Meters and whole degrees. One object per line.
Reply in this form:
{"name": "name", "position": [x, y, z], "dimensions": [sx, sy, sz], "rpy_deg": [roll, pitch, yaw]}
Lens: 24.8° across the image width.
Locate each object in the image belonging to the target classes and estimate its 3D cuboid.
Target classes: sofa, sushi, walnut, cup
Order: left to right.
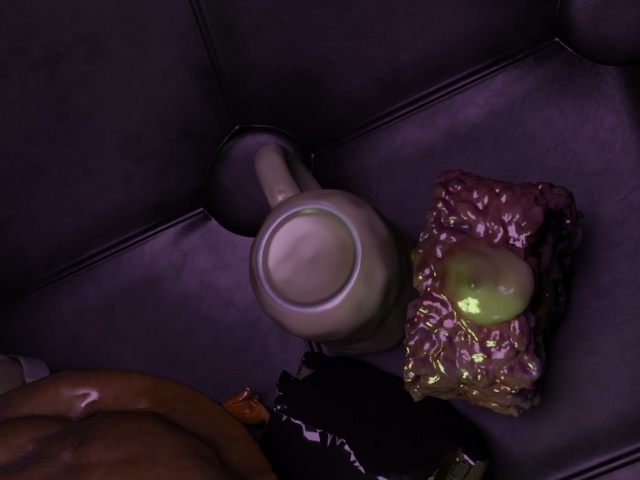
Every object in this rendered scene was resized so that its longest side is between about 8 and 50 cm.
{"name": "walnut", "position": [-0.247, 0.325, 1.551], "dimensions": [0.384, 0.383, 0.383], "rpy_deg": [-5, 77, 20]}
{"name": "cup", "position": [0.019, -0.001, 1.706], "dimensions": [0.173, 0.202, 0.255], "rpy_deg": [-10, 75, 19]}
{"name": "sofa", "position": [0.049, 0.270, 1.682], "dimensions": [0.258, 0.182, 0.200], "rpy_deg": [28, 107, 24]}
{"name": "sushi", "position": [0.188, 0.061, 1.617], "dimensions": [0.171, 0.236, 0.270], "rpy_deg": [12, 79, 15]}

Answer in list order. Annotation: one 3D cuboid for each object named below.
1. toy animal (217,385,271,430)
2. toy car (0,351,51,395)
{"name": "toy animal", "position": [-0.105, 0.221, 1.787], "dimensions": [0.083, 0.060, 0.081], "rpy_deg": [-37, 67, 1]}
{"name": "toy car", "position": [-0.460, 0.298, 1.771], "dimensions": [0.242, 0.226, 0.336], "rpy_deg": [-10, 72, 56]}
